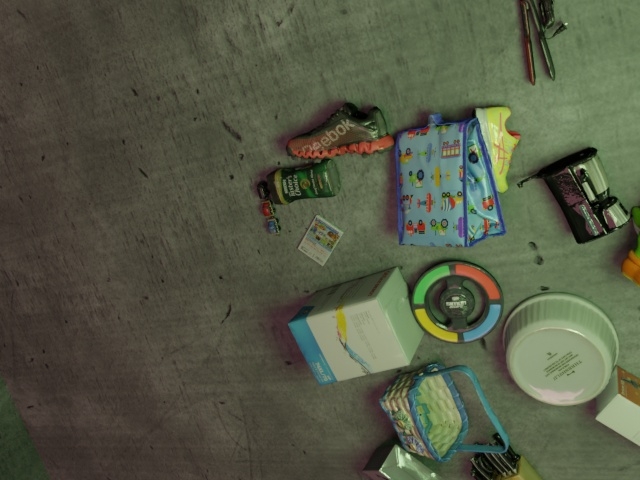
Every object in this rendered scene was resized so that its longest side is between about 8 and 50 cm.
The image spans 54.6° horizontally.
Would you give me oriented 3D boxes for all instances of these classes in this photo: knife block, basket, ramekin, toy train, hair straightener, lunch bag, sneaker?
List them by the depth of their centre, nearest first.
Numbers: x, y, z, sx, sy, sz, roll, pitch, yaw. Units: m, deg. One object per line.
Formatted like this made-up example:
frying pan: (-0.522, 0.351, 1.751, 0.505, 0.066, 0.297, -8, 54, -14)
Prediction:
hair straightener: (0.466, -0.445, 1.288, 0.089, 0.047, 0.230, -7, 104, 25)
sneaker: (0.406, -0.204, 1.390, 0.094, 0.081, 0.208, -15, 116, 8)
lunch bag: (0.273, -0.141, 1.411, 0.221, 0.138, 0.293, 2, 106, 55)
ramekin: (0.568, 0.270, 1.485, 0.273, 0.127, 0.272, 9, 114, 20)
sneaker: (0.039, -0.264, 1.511, 0.276, 0.097, 0.135, -3, 110, 22)
basket: (0.321, 0.452, 1.623, 0.289, 0.201, 0.254, -22, 100, 39)
knife block: (0.542, 0.646, 1.674, 0.276, 0.088, 0.242, 10, 115, 20)
toy train: (-0.142, -0.085, 1.698, 0.027, 0.036, 0.158, -9, 107, 26)

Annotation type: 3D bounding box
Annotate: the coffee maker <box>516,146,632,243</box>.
coffee maker: (0.561, -0.091, 1.360, 0.171, 0.120, 0.178, -19, 102, 52)

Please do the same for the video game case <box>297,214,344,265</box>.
video game case: (0.000, 0.000, 1.686, 0.087, 0.011, 0.122, 35, 120, 7)

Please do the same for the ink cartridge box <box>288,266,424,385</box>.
ink cartridge box: (0.101, 0.224, 1.627, 0.270, 0.198, 0.197, -20, 102, 29)

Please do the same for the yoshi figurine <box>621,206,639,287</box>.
yoshi figurine: (0.760, -0.064, 1.231, 0.203, 0.203, 0.362, 15, 113, 12)

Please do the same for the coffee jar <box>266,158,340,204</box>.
coffee jar: (-0.047, -0.149, 1.606, 0.184, 0.079, 0.096, -8, 107, 26)

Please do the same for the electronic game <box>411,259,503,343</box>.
electronic game: (0.344, 0.157, 1.567, 0.229, 0.048, 0.229, 5, 111, 13)

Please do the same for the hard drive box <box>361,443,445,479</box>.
hard drive box: (0.234, 0.669, 1.749, 0.181, 0.089, 0.232, 36, 159, 7)

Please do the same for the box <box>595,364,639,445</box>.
box: (0.748, 0.401, 1.459, 0.170, 0.130, 0.091, 31, 120, 8)
